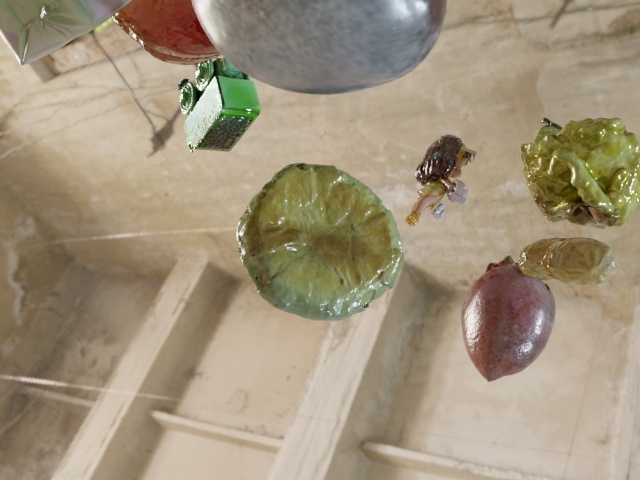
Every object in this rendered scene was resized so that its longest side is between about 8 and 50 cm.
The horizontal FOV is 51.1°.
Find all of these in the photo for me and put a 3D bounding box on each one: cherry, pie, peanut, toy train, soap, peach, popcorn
[{"bbox_3d":[0.004,-0.273,0.679,0.296,0.255,0.218,-14,-140,32],"label":"cherry"},{"bbox_3d":[0.000,0.000,1.155,0.306,0.306,0.071,-52,-172,-28],"label":"pie"},{"bbox_3d":[0.375,0.033,1.038,0.080,0.080,0.174,-45,-161,-21],"label":"peanut"},{"bbox_3d":[0.352,0.161,1.288,0.249,0.175,0.192,-65,-173,-32],"label":"cherry"},{"bbox_3d":[-0.243,-0.321,1.587,0.243,0.132,0.188,-38,-120,49],"label":"toy train"},{"bbox_3d":[-0.325,-0.353,0.878,0.182,0.138,0.199,-10,-145,39],"label":"soap"},{"bbox_3d":[-0.208,-0.518,1.108,0.416,0.353,0.339,-42,-152,3],"label":"peach"},{"bbox_3d":[0.572,-0.151,1.471,0.293,0.293,0.237,23,-91,51],"label":"popcorn"}]

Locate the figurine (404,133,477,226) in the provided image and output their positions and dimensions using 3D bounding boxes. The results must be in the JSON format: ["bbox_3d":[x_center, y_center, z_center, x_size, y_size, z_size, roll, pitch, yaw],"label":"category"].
[{"bbox_3d":[0.277,-0.137,1.580,0.175,0.116,0.240,138,-25,-73],"label":"figurine"}]
